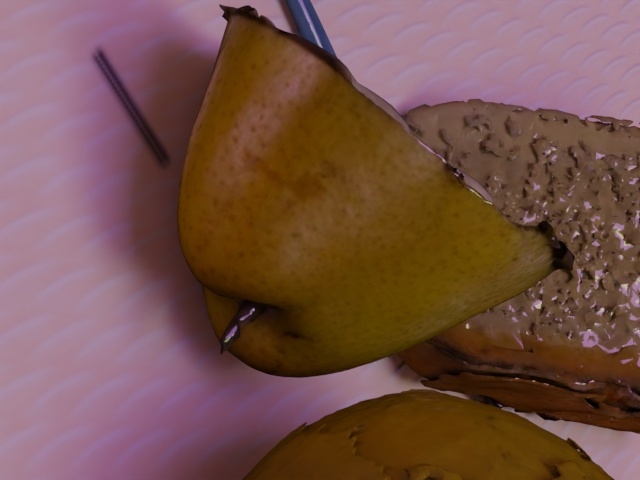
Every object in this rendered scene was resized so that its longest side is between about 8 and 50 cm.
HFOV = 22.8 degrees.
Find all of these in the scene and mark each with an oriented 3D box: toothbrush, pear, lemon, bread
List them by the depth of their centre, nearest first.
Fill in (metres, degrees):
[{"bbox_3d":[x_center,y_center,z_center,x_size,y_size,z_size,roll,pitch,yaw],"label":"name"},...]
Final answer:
[{"bbox_3d":[0.064,0.227,0.922,0.297,0.297,0.297,7,80,-47],"label":"lemon"},{"bbox_3d":[-0.002,-0.002,0.975,0.178,0.267,0.267,-52,128,0],"label":"pear"},{"bbox_3d":[-0.018,-0.171,1.075,0.019,0.025,0.276,-45,117,-42],"label":"toothbrush"},{"bbox_3d":[0.183,0.039,1.233,0.279,0.315,0.248,92,8,-76],"label":"bread"}]
